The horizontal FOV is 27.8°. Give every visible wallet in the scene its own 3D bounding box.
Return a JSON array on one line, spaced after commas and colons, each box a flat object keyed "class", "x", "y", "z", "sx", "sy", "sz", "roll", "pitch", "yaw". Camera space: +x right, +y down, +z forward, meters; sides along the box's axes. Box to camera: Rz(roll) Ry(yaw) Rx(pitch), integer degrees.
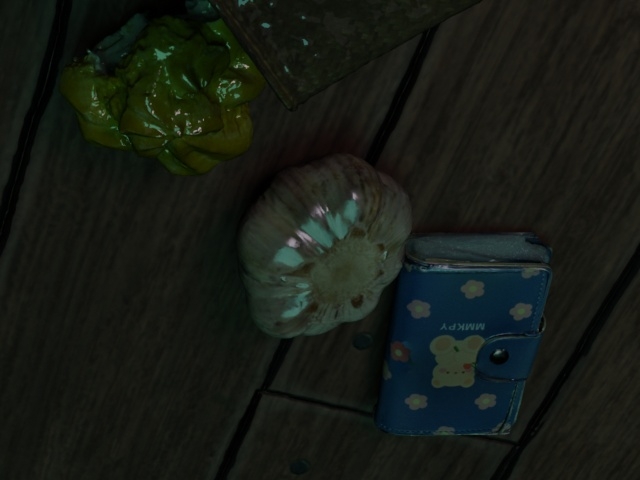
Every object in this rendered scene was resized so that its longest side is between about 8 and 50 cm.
[{"class": "wallet", "x": 0.126, "y": 0.085, "z": 1.138, "sx": 0.141, "sy": 0.059, "sz": 0.202, "roll": 0, "pitch": 126, "yaw": -9}]

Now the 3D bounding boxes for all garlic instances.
[{"class": "garlic", "x": 0.000, "y": 0.000, "z": 1.035, "sx": 0.147, "sy": 0.102, "sz": 0.159, "roll": 12, "pitch": 114, "yaw": -32}]

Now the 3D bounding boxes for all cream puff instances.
[{"class": "cream puff", "x": -0.108, "y": -0.103, "z": 0.927, "sx": 0.156, "sy": 0.156, "sz": 0.121, "roll": -20, "pitch": 108, "yaw": 8}]

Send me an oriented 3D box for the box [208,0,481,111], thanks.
[{"class": "box", "x": -0.011, "y": -0.235, "z": 0.754, "sx": 0.143, "sy": 0.273, "sz": 0.184, "roll": -28, "pitch": 125, "yaw": 14}]
